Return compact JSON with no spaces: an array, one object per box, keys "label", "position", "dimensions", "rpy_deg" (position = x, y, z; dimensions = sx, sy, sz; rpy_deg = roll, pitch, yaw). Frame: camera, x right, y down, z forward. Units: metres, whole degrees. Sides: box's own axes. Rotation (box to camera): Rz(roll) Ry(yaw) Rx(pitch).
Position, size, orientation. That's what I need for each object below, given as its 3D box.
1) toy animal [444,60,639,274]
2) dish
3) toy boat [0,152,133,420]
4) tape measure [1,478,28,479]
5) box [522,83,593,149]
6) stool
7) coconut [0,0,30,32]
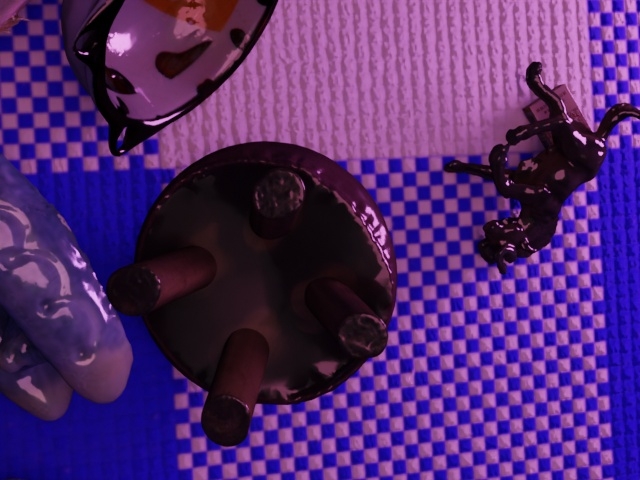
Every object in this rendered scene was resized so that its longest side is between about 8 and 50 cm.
[{"label":"toy animal","position":[0.239,-0.080,1.400],"dimensions":[0.148,0.084,0.233],"rpy_deg":[39,94,-25]},{"label":"dish","position":[-0.157,-0.245,1.225],"dimensions":[0.120,0.303,0.303],"rpy_deg":[37,79,19]},{"label":"toy boat","position":[-0.320,0.034,1.171],"dimensions":[0.123,0.215,0.330],"rpy_deg":[-39,103,-36]},{"label":"tape measure","position":[-0.245,0.366,1.241],"dimensions":[0.258,0.130,0.265],"rpy_deg":[25,83,-16]},{"label":"box","position":[0.270,-0.127,1.440],"dimensions":[0.053,0.024,0.083],"rpy_deg":[-35,97,-12]},{"label":"stool","position":[-0.060,0.047,1.233],"dimensions":[0.272,0.178,0.272],"rpy_deg":[1,100,3]},{"label":"coconut","position":[-0.331,-0.304,1.180],"dimensions":[0.234,0.224,0.224],"rpy_deg":[-35,98,-11]}]
